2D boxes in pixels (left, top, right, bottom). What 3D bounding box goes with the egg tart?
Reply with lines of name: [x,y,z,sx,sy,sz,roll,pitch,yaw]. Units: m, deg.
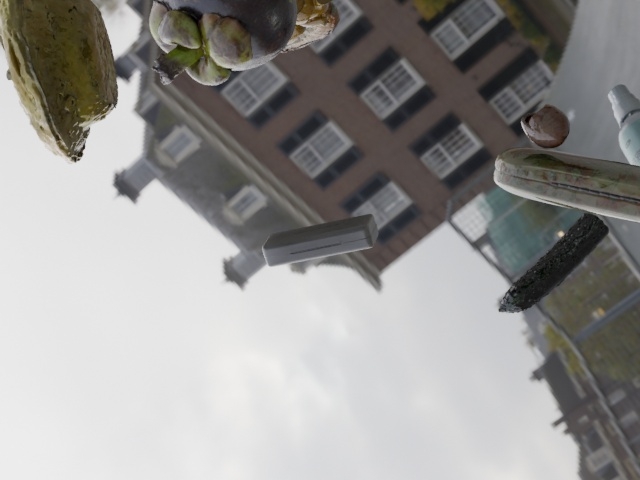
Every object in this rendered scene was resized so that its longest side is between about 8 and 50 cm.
egg tart: [-0.535,-0.382,2.048,0.443,0.178,0.443,167,90,-88]

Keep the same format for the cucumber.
cucumber: [0.483,0.057,2.027,0.072,0.300,0.072,45,169,11]

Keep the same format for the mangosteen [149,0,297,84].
mangosteen: [-0.138,-0.288,1.286,0.192,0.217,0.192,30,168,7]

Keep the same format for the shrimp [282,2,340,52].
shrimp: [-0.111,-0.435,1.948,0.290,0.222,0.054,2,-107,-26]

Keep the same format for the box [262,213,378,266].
box: [0.000,0.000,2.118,0.103,0.243,0.055,-60,-44,-68]

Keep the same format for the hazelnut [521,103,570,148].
hazelnut: [0.400,-0.202,1.732,0.086,0.086,0.086,45,-162,-19]

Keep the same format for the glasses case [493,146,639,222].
glasses case: [0.522,-0.092,1.748,0.425,0.098,0.156,13,-163,16]

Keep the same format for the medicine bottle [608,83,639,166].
medicine bottle: [0.687,-0.205,2.040,0.110,0.110,0.352,36,-153,-39]

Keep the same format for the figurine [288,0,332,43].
figurine: [-0.057,-0.402,1.784,0.121,0.122,0.176,36,162,-5]
